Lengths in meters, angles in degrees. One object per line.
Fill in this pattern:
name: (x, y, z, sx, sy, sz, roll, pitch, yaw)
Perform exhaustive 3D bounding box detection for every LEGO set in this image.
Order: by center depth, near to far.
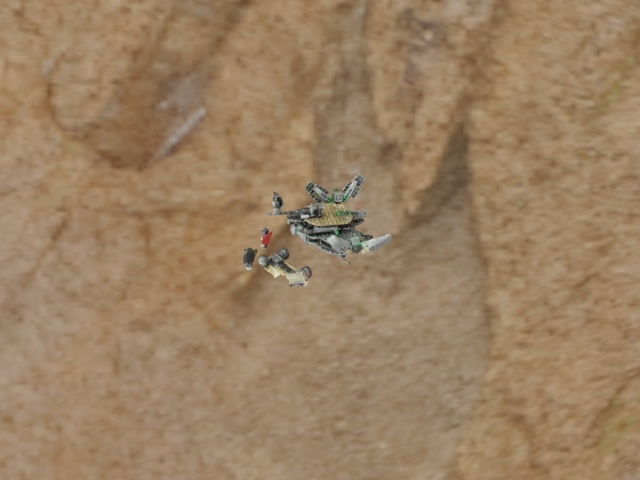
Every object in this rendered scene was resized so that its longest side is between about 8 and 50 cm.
LEGO set: (-0.003, 0.000, 0.739, 0.054, 0.083, 0.023, 31, 131, 34)
